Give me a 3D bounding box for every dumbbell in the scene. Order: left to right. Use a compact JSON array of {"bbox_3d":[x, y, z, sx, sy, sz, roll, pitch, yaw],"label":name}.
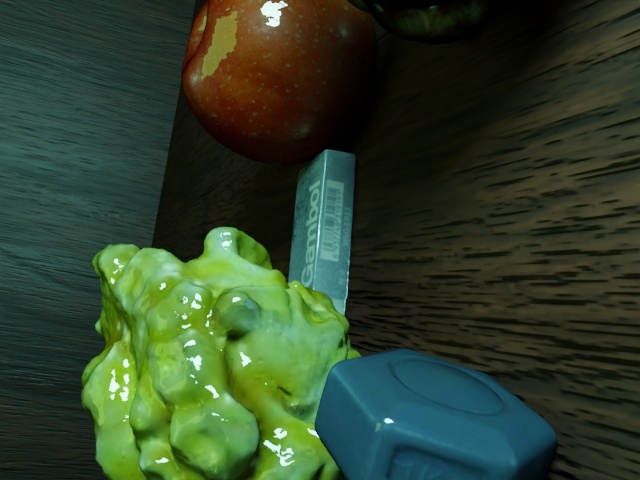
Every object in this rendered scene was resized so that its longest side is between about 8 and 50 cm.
[{"bbox_3d":[0.044,0.243,0.487,0.160,0.144,0.324,39,115,62],"label":"dumbbell"}]

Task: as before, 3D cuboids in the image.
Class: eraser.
[{"bbox_3d":[0.000,0.000,0.851,0.092,0.046,0.212,149,129,-62],"label":"eraser"}]

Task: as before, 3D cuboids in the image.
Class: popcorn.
[{"bbox_3d":[-0.088,0.135,0.681,0.335,0.279,0.274,-122,44,-54],"label":"popcorn"}]

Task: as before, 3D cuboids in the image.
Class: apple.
[{"bbox_3d":[-0.057,-0.233,0.886,0.260,0.217,0.260,-165,90,-70],"label":"apple"}]

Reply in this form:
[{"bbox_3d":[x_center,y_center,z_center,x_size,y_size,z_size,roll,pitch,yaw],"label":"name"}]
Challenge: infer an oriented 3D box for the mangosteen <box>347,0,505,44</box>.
[{"bbox_3d":[0.073,-0.306,0.502,0.297,0.297,0.313,-156,71,-68],"label":"mangosteen"}]
